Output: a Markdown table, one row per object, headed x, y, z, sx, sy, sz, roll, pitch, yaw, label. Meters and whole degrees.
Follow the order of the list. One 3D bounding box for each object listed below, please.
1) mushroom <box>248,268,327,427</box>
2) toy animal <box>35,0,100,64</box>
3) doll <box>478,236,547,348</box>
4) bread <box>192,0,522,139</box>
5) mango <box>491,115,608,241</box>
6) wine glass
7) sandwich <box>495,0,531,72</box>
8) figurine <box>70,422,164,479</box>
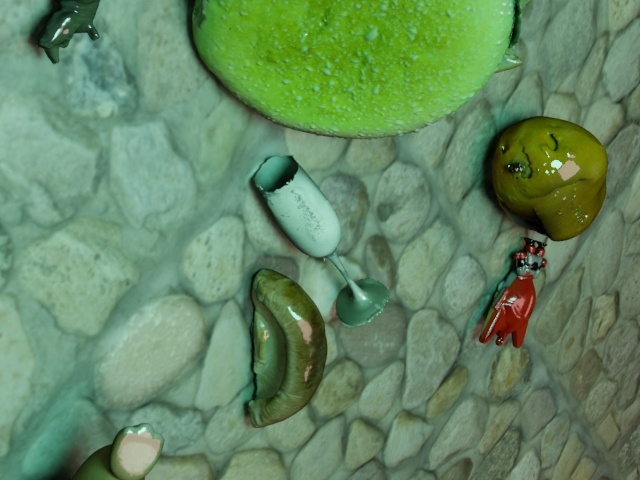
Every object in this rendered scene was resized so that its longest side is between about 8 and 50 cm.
| x | y | z | sx | sy | sz | roll | pitch | yaw | label |
| --- | --- | --- | --- | --- | --- | --- | --- | --- | --- |
| -0.038 | 0.133 | 1.126 | 0.072 | 0.094 | 0.210 | -17 | 120 | -36 | mushroom |
| -0.202 | -0.208 | 0.784 | 0.065 | 0.047 | 0.136 | -8 | 112 | -53 | toy animal |
| 0.298 | 0.081 | 1.465 | 0.109 | 0.057 | 0.169 | 13 | 103 | -47 | doll |
| 0.029 | -0.192 | 0.874 | 0.301 | 0.301 | 0.045 | 62 | 27 | -45 | bread |
| 0.322 | -0.086 | 1.327 | 0.248 | 0.156 | 0.151 | 31 | 53 | -51 | mango |
| 0.000 | 0.000 | 1.102 | 0.074 | 0.074 | 0.262 | -48 | 137 | -14 | wine glass |
| 0.094 | -0.226 | 0.963 | 0.227 | 0.198 | 0.155 | -57 | 140 | -4 | sandwich |
| -0.246 | 0.308 | 0.928 | 0.173 | 0.177 | 0.247 | -20 | 171 | -47 | figurine |
